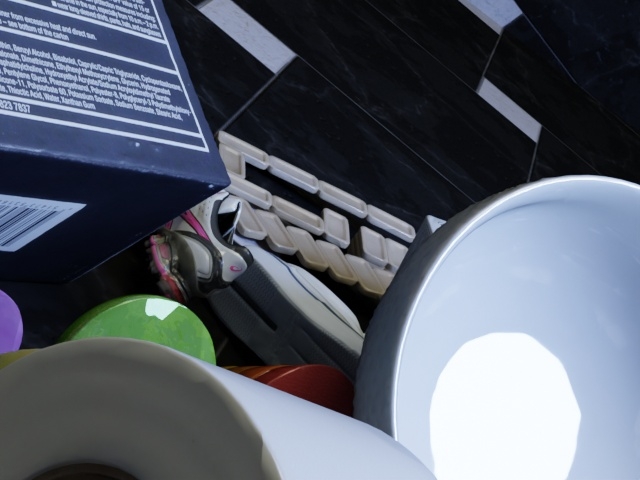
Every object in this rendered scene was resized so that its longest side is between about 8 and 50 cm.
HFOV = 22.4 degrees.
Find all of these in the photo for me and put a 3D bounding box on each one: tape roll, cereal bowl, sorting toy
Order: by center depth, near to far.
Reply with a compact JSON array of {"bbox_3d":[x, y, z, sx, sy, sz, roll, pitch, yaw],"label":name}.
[{"bbox_3d":[-0.066,0.180,0.741,0.169,0.246,0.246,28,22,-54],"label":"tape roll"},{"bbox_3d":[-0.136,0.085,1.082,0.366,0.127,0.126,25,2,-42],"label":"sorting toy"},{"bbox_3d":[0.166,0.128,1.175,0.339,0.339,0.141,34,-19,-18],"label":"cereal bowl"}]

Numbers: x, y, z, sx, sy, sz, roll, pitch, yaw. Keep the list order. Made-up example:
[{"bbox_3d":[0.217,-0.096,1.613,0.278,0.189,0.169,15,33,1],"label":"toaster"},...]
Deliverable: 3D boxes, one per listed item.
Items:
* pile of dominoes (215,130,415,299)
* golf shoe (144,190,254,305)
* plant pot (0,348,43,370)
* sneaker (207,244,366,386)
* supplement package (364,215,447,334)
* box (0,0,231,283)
[{"bbox_3d":[0.000,0.000,1.589,0.251,0.040,0.196,26,24,-15],"label":"pile of dominoes"},{"bbox_3d":[-0.104,-0.017,1.320,0.186,0.086,0.067,-112,180,-48],"label":"golf shoe"},{"bbox_3d":[-0.148,0.137,0.911,0.134,0.134,0.095,30,46,-28],"label":"plant pot"},{"bbox_3d":[0.013,0.096,1.296,0.091,0.094,0.258,5,40,-51],"label":"sneaker"},{"bbox_3d":[0.161,0.112,1.389,0.194,0.149,0.203,18,25,-16],"label":"supplement package"},{"bbox_3d":[-0.252,-0.140,1.089,0.296,0.183,0.294,8,58,-57],"label":"box"}]
